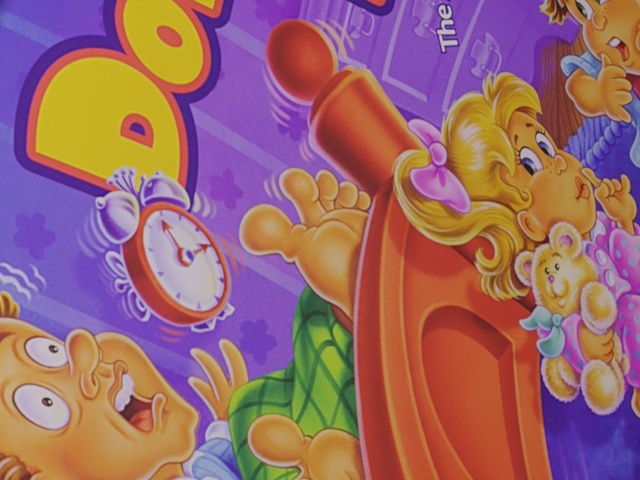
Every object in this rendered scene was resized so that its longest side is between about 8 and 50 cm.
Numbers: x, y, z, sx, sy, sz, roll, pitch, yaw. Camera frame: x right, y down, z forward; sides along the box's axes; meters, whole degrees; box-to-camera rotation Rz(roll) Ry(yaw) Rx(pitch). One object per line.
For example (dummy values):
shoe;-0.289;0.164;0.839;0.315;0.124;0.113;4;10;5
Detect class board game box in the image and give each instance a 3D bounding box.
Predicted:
board game box;0.000;0.000;0.442;0.078;0.233;0.347;-22;45;55
